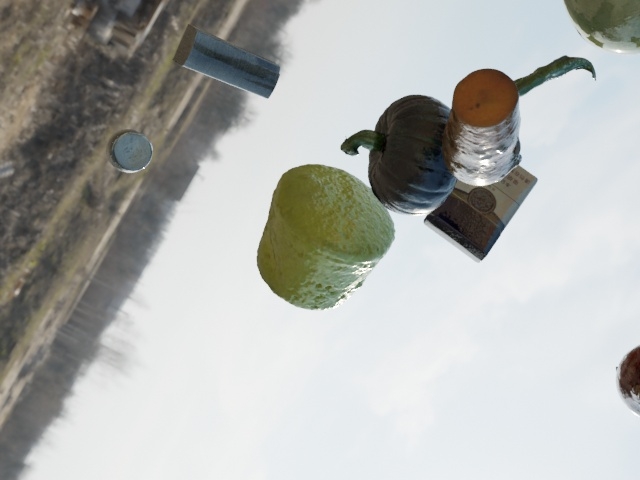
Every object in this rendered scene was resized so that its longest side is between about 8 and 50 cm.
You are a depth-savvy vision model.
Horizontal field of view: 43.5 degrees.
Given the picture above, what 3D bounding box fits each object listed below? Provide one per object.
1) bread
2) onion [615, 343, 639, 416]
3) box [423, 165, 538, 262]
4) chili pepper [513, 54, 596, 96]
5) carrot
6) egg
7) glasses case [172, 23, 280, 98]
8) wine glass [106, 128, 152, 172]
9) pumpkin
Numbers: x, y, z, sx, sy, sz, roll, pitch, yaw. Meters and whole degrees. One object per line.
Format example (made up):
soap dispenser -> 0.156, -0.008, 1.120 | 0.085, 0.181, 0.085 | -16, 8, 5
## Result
bread -> 0.000, 0.000, 2.127 | 0.348, 0.348, 0.308 | -78, -166, -55
onion -> 0.627, 0.269, 1.498 | 0.194, 0.159, 0.159 | -3, 134, -56
box -> 0.376, -0.092, 1.880 | 0.259, 0.168, 0.071 | -51, 175, -25
chili pepper -> 0.576, -0.421, 2.164 | 0.076, 0.358, 0.085 | 72, -3, -57
carrot -> 0.259, -0.170, 1.302 | 0.139, 0.138, 0.302 | -61, 162, -5
egg -> 0.501, -0.453, 1.318 | 0.218, 0.296, 0.218 | -18, -178, 1
glasses case -> -0.165, -0.320, 1.456 | 0.047, 0.204, 0.071 | 38, -74, 42
wine glass -> -0.489, -0.228, 2.041 | 0.111, 0.111, 0.204 | -61, -160, -4
pumpkin -> 0.161, -0.180, 1.623 | 0.248, 0.248, 0.248 | -56, -167, 20
